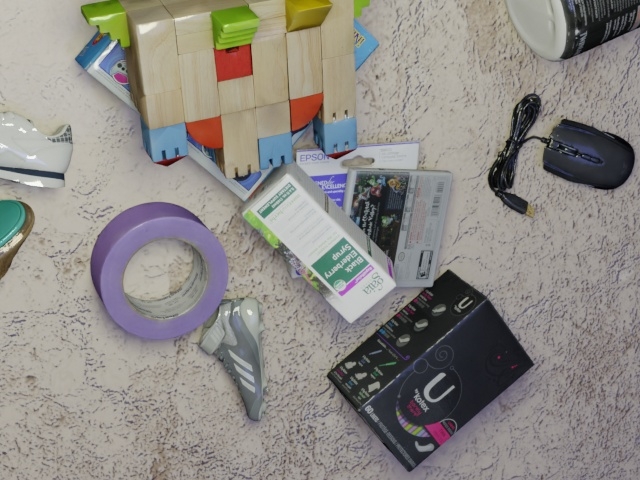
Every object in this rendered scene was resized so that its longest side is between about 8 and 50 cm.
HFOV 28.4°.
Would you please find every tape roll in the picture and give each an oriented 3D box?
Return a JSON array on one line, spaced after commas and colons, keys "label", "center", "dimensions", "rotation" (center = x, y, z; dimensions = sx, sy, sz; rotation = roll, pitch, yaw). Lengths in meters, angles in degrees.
[{"label": "tape roll", "center": [-0.235, 0.043, 1.846], "dimensions": [0.189, 0.080, 0.189], "rotation": [-8, 111, -20]}]

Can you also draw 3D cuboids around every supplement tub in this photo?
[{"label": "supplement tub", "center": [0.446, -0.409, 1.895], "dimensions": [0.316, 0.193, 0.193], "rotation": [-24, 116, -13]}]

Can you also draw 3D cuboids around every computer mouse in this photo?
[{"label": "computer mouse", "center": [0.400, -0.110, 2.059], "dimensions": [0.262, 0.060, 0.184], "rotation": [22, 98, -27]}]

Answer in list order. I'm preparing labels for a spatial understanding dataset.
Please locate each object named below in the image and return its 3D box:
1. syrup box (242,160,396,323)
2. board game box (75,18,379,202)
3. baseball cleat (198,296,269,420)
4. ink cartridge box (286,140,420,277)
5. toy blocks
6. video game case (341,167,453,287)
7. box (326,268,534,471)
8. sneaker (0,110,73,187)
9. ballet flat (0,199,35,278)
[{"label": "syrup box", "center": [0.000, 0.000, 1.856], "dimensions": [0.093, 0.096, 0.237], "rotation": [-41, 105, 13]}, {"label": "board game box", "center": [-0.127, -0.266, 1.775], "dimensions": [0.308, 0.086, 0.302], "rotation": [41, 90, -28]}, {"label": "baseball cleat", "center": [-0.133, 0.184, 1.954], "dimensions": [0.109, 0.072, 0.206], "rotation": [-3, 105, -6]}, {"label": "ink cartridge box", "center": [0.049, -0.053, 1.945], "dimensions": [0.206, 0.045, 0.208], "rotation": [-5, 112, -20]}, {"label": "toy blocks", "center": [-0.103, -0.207, 1.675], "dimensions": [0.381, 0.191, 0.261], "rotation": [-14, 124, -18]}, {"label": "video game case", "center": [0.109, -0.018, 1.946], "dimensions": [0.173, 0.022, 0.190], "rotation": [0, 110, -24]}, {"label": "box", "center": [0.176, 0.207, 2.034], "dimensions": [0.270, 0.143, 0.165], "rotation": [-41, 119, -5]}, {"label": "sneaker", "center": [-0.451, -0.132, 1.704], "dimensions": [0.235, 0.090, 0.095], "rotation": [10, 92, -29]}, {"label": "ballet flat", "center": [-0.528, 0.068, 1.730], "dimensions": [0.342, 0.116, 0.124], "rotation": [-32, 137, -8]}]
